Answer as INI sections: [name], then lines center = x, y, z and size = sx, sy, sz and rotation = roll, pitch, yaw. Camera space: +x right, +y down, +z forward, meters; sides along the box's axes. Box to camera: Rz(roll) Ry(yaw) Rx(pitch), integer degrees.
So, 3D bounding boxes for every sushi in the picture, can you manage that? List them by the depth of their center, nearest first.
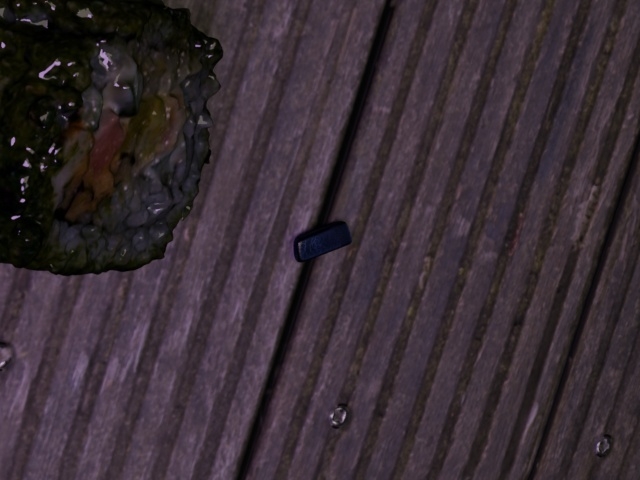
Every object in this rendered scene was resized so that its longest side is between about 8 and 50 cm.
[sushi]
center = -0.245, -0.120, 1.451
size = 0.352, 0.178, 0.294
rotation = -4, 113, -68

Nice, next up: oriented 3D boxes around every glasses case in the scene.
[glasses case]
center = 0.000, 0.000, 1.819
size = 0.083, 0.023, 0.033
rotation = -21, 109, -29
